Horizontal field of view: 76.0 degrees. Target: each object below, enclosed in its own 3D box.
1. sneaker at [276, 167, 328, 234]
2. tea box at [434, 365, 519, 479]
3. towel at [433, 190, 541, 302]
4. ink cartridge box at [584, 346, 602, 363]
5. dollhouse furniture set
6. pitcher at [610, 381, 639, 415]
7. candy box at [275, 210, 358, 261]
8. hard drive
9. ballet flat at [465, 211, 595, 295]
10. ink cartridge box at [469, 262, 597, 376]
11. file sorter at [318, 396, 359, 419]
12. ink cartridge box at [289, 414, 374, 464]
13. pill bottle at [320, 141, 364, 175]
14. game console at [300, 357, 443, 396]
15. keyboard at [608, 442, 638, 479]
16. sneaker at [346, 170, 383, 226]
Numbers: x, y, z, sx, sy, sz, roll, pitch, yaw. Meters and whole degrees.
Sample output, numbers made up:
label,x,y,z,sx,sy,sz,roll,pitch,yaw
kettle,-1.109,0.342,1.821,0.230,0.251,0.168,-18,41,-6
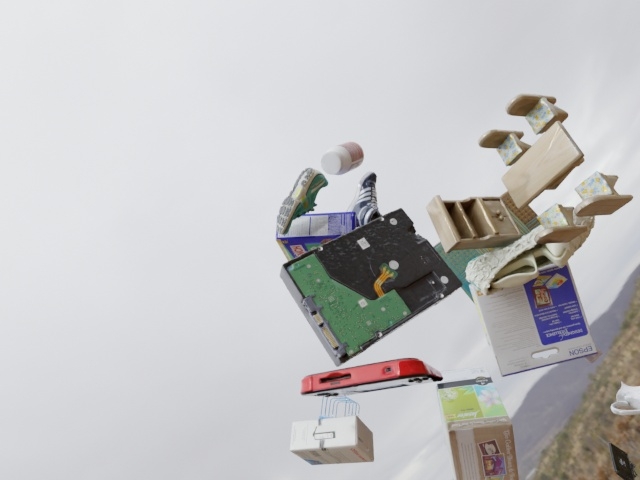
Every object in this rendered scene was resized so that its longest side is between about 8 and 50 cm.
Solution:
label,x,y,z,sx,sy,sz,roll,pitch,yaw
sneaker,-0.067,-0.130,1.502,0.110,0.107,0.275,30,-83,-29
tea box,0.579,0.716,1.546,0.220,0.323,0.328,-11,-73,9
towel,0.627,0.024,1.485,0.370,0.271,0.040,-40,-6,11
ink cartridge box,0.868,0.313,1.521,0.065,0.186,0.311,-48,6,11
dollhouse furniture set,0.522,-0.144,1.144,0.257,0.362,0.394,-3,-31,-22
pitcher,1.138,0.566,1.409,0.178,0.207,0.125,-21,-85,-34
candy box,0.000,0.000,1.686,0.317,0.122,0.268,-2,-27,11
hard drive,0.113,0.087,0.898,0.339,0.236,0.064,-26,-22,-26
ballet flat,0.646,0.054,1.230,0.409,0.147,0.147,-30,-30,13
ink cartridge box,0.682,0.250,1.328,0.304,0.307,0.072,-17,0,8
file sorter,0.086,0.724,1.742,0.170,0.118,0.104,52,-140,-49
ink cartridge box,0.037,0.578,1.179,0.203,0.085,0.148,-15,-47,19
pill bottle,0.090,-0.340,1.709,0.216,0.121,0.121,-35,-30,-56
game console,0.163,0.442,1.273,0.387,0.060,0.342,-16,-30,20
keyboard,1.160,0.871,1.576,0.192,0.100,0.038,-19,-42,-58
sneaker,0.226,-0.175,1.802,0.099,0.153,0.282,44,-113,-48
